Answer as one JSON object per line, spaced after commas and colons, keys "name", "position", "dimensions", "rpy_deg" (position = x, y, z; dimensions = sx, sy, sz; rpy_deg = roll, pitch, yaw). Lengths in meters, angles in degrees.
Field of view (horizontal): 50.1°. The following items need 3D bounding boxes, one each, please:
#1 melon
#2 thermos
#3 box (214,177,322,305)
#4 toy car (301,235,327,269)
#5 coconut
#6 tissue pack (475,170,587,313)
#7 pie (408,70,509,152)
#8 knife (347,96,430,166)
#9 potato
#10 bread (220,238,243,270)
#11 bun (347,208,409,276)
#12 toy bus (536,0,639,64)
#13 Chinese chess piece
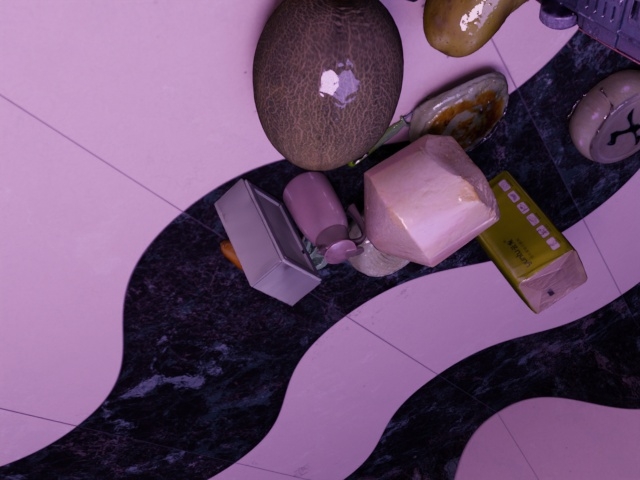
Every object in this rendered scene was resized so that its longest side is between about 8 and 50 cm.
{"name": "melon", "position": [0.011, -0.252, 1.089], "dimensions": [0.237, 0.238, 0.302], "rpy_deg": [-12, 141, -20]}
{"name": "thermos", "position": [0.020, -0.041, 1.374], "dimensions": [0.137, 0.193, 0.105], "rpy_deg": [-6, 137, -27]}
{"name": "box", "position": [-0.102, 0.001, 1.319], "dimensions": [0.086, 0.225, 0.129], "rpy_deg": [-40, 142, 15]}
{"name": "toy car", "position": [0.000, 0.000, 1.522], "dimensions": [0.093, 0.058, 0.186], "rpy_deg": [-1, 136, -29]}
{"name": "coconut", "position": [0.196, -0.067, 1.329], "dimensions": [0.244, 0.239, 0.239], "rpy_deg": [-32, 143, 3]}
{"name": "tissue pack", "position": [0.484, 0.005, 1.649], "dimensions": [0.167, 0.275, 0.200], "rpy_deg": [-36, 142, 11]}
{"name": "pie", "position": [0.287, -0.252, 1.398], "dimensions": [0.240, 0.054, 0.241], "rpy_deg": [-22, 149, -14]}
{"name": "knife", "position": [0.143, -0.214, 1.396], "dimensions": [0.212, 0.015, 0.054], "rpy_deg": [-36, 147, 8]}
{"name": "potato", "position": [0.266, -0.414, 1.115], "dimensions": [0.143, 0.169, 0.248], "rpy_deg": [32, 107, -16]}
{"name": "bread", "position": [-0.122, 0.052, 1.443], "dimensions": [0.154, 0.136, 0.054], "rpy_deg": [5, 115, -40]}
{"name": "bun", "position": [0.139, -0.012, 1.541], "dimensions": [0.195, 0.118, 0.195], "rpy_deg": [-20, 139, -18]}
{"name": "toy bus", "position": [0.546, -0.415, 1.085], "dimensions": [0.233, 0.427, 0.203], "rpy_deg": [-31, 145, -15]}
{"name": "Chinese chess piece", "position": [0.692, -0.284, 1.594], "dimensions": [0.237, 0.092, 0.238], "rpy_deg": [-16, 142, -13]}
